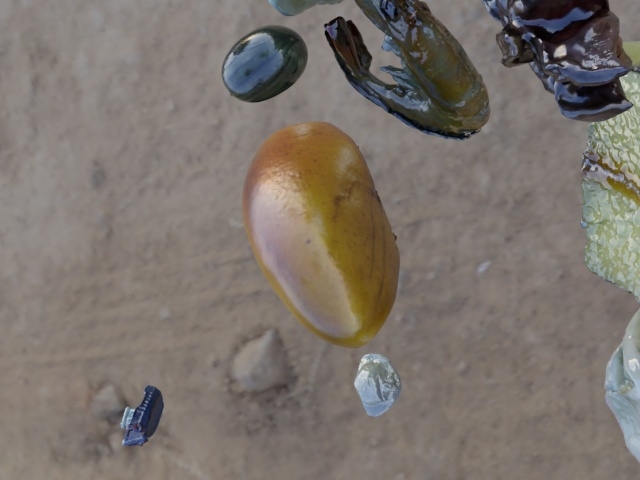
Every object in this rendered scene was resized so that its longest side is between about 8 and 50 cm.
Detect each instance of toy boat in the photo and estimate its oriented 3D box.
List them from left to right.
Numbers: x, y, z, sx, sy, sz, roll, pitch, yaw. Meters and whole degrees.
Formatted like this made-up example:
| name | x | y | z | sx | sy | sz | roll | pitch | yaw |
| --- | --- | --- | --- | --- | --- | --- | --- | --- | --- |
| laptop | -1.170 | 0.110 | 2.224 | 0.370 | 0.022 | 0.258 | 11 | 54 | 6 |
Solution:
| name | x | y | z | sx | sy | sz | roll | pitch | yaw |
| --- | --- | --- | --- | --- | --- | --- | --- | --- | --- |
| toy boat | -0.184 | 0.180 | 1.429 | 0.038 | 0.083 | 0.038 | 7 | 125 | 10 |

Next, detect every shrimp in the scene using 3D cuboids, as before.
| name | x | y | z | sx | sy | sz | roll | pitch | yaw |
| --- | --- | --- | --- | --- | --- | --- | --- | --- | --- |
| shrimp | 0.075 | -0.183 | 1.403 | 0.173 | 0.058 | 0.253 | 7 | 150 | 46 |

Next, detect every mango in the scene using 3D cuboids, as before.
| name | x | y | z | sx | sy | sz | roll | pitch | yaw |
| --- | --- | --- | --- | --- | --- | --- | --- | --- | --- |
| mango | 0.000 | 0.000 | 1.758 | 0.350 | 0.199 | 0.201 | -102 | 27 | -49 |

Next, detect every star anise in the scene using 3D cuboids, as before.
| name | x | y | z | sx | sy | sz | roll | pitch | yaw |
| --- | --- | --- | --- | --- | --- | --- | --- | --- | --- |
| star anise | 0.177 | -0.186 | 1.127 | 0.214 | 0.099 | 0.220 | 61 | -178 | 10 |

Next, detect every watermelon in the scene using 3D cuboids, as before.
| name | x | y | z | sx | sy | sz | roll | pitch | yaw |
| --- | --- | --- | --- | --- | --- | --- | --- | --- | --- |
| watermelon | -0.064 | -0.195 | 1.564 | 0.110 | 0.078 | 0.078 | -28 | 83 | 30 |

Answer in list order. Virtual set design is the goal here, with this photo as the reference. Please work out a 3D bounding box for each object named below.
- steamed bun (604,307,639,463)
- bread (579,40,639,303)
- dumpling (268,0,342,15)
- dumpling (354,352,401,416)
| name | x | y | z | sx | sy | sz | roll | pitch | yaw |
| --- | --- | --- | --- | --- | --- | --- | --- | --- | --- |
| steamed bun | 0.472 | 0.164 | 1.757 | 0.207 | 0.268 | 0.280 | 32 | 151 | 61 |
| bread | 0.351 | -0.065 | 1.439 | 0.178 | 0.141 | 0.266 | -107 | 7 | -64 |
| dumpling | 0.056 | -0.366 | 1.438 | 0.212 | 0.320 | 0.270 | 31 | 137 | 56 |
| dumpling | 0.080 | 0.202 | 1.979 | 0.057 | 0.076 | 0.052 | -20 | 131 | 32 |
